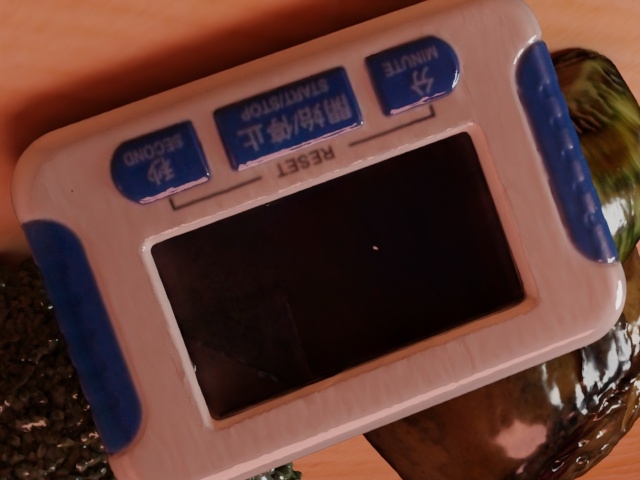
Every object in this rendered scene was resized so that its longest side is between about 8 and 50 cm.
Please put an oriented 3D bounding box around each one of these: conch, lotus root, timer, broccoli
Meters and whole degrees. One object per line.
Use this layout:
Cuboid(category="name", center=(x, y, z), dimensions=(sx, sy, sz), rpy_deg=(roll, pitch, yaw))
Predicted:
Cuboid(category="conch", center=(0.107, -0.010, 0.736), dimensions=(0.181, 0.124, 0.187), rpy_deg=(-38, 161, 34))
Cuboid(category="lotus root", center=(0.138, 0.084, 0.908), dimensions=(0.272, 0.192, 0.272), rpy_deg=(-21, 149, -13))
Cuboid(category="timer", center=(0.000, 0.000, 0.598), dimensions=(0.253, 0.178, 0.078), rpy_deg=(-20, -176, -8))
Cuboid(category="broccoli", center=(-0.146, 0.153, 0.768), dimensions=(0.252, 0.221, 0.361), rpy_deg=(-12, 165, -10))
